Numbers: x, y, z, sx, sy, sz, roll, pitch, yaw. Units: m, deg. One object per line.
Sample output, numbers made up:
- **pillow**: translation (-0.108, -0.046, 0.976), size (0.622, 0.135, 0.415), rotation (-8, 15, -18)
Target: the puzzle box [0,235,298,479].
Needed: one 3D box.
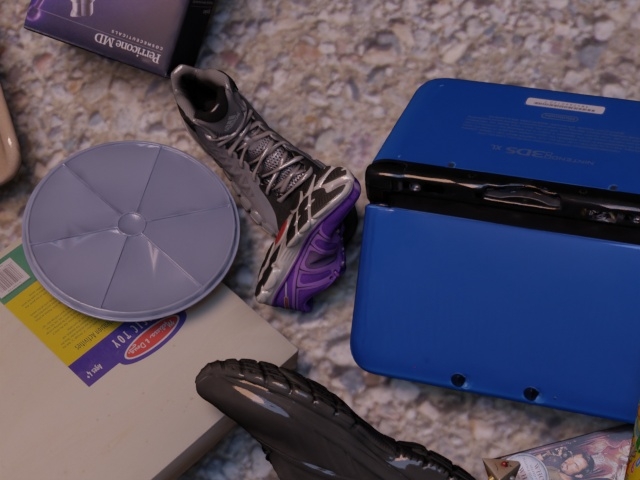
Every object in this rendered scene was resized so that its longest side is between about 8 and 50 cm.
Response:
- **puzzle box**: translation (-0.253, 0.147, 1.436), size (0.272, 0.052, 0.409), rotation (40, 62, 20)

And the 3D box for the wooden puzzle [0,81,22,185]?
- **wooden puzzle**: translation (-0.482, -0.141, 1.644), size (0.348, 0.080, 0.322), rotation (-24, 70, 10)

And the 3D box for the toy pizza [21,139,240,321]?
- **toy pizza**: translation (-0.176, -0.007, 1.495), size (0.201, 0.032, 0.201), rotation (2, 57, -4)

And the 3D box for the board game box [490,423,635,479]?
- **board game box**: translation (0.254, 0.286, 1.371), size (0.165, 0.042, 0.243), rotation (-16, 72, 8)

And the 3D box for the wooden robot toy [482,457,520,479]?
- **wooden robot toy**: translation (0.211, 0.237, 1.338), size (0.079, 0.076, 0.173), rotation (-31, 70, -8)

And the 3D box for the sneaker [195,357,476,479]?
- **sneaker**: translation (0.008, 0.203, 1.388), size (0.286, 0.109, 0.130), rotation (32, 92, -1)

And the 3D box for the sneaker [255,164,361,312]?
- **sneaker**: translation (0.000, 0.000, 1.465), size (0.071, 0.170, 0.068), rotation (19, 42, -13)

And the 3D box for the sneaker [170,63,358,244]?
- **sneaker**: translation (-0.066, -0.082, 1.499), size (0.229, 0.132, 0.086), rotation (42, 87, 20)

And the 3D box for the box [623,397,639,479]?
- **box**: translation (0.404, 0.186, 1.236), size (0.290, 0.177, 0.279), rotation (16, 77, -13)

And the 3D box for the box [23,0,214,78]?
- **box**: translation (-0.174, -0.276, 1.547), size (0.153, 0.108, 0.207), rotation (19, 99, 6)

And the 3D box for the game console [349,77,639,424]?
- **game console**: translation (0.195, -0.001, 1.435), size (0.293, 0.173, 0.250), rotation (10, 40, 20)
